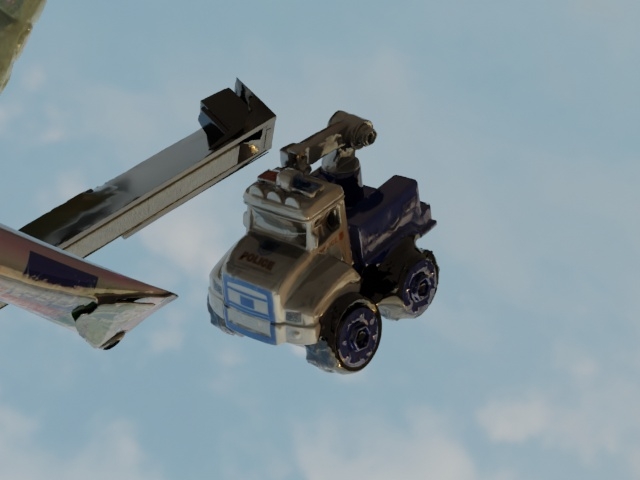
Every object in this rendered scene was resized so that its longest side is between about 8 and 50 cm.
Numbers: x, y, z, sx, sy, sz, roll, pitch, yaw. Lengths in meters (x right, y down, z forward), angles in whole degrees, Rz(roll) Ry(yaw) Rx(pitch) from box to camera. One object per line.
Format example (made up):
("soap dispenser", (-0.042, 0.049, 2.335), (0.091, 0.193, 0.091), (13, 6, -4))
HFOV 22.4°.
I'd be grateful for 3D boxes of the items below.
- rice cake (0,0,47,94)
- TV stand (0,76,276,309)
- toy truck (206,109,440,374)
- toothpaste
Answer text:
("rice cake", (-0.348, -0.219, 1.386), (0.237, 0.127, 0.043), (29, 178, 16))
("TV stand", (-0.143, -0.031, 1.120), (0.256, 0.040, 0.049), (-33, -114, -27))
("toy truck", (0.000, 0.000, 1.438), (0.161, 0.177, 0.213), (18, -141, 33))
("toothpaste", (-0.125, 0.011, 0.654), (0.170, 0.045, 0.028), (29, -153, -52))
